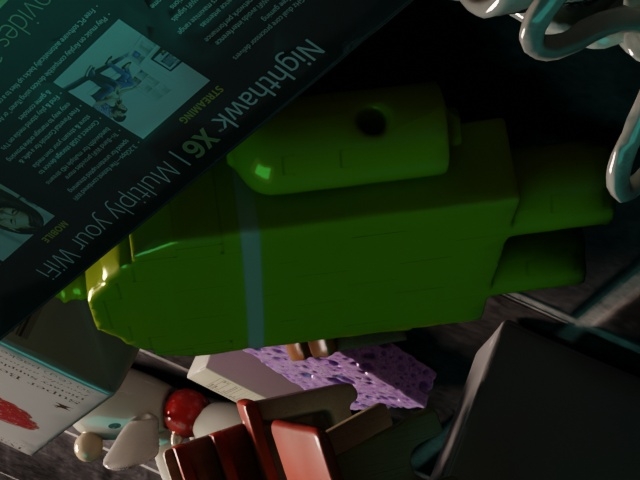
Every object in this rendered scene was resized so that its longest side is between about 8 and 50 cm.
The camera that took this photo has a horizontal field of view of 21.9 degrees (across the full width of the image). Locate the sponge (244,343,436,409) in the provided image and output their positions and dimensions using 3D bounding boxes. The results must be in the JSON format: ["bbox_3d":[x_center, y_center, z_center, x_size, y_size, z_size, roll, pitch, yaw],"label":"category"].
[{"bbox_3d":[-0.028,0.061,1.186,0.210,0.031,0.117,34,158,-26],"label":"sponge"}]

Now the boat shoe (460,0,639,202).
[{"bbox_3d":[0.071,-0.092,0.426,0.367,0.156,0.136,13,139,-1],"label":"boat shoe"}]

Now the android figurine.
[{"bbox_3d":[0.000,0.000,0.809,0.272,0.056,0.248,-6,159,-2],"label":"android figurine"}]

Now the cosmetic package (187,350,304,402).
[{"bbox_3d":[-0.042,0.112,1.315,0.115,0.041,0.060,29,160,-13],"label":"cosmetic package"}]

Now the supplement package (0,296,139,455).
[{"bbox_3d":[-0.195,0.006,1.021,0.177,0.175,0.293,27,160,-10],"label":"supplement package"}]

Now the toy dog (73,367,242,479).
[{"bbox_3d":[-0.088,0.219,1.459,0.333,0.161,0.220,2,150,46],"label":"toy dog"}]

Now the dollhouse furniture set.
[{"bbox_3d":[-0.012,0.151,1.034,0.135,0.262,0.259,-18,179,-12],"label":"dollhouse furniture set"}]

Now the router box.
[{"bbox_3d":[-0.135,-0.109,0.616,0.243,0.081,0.309,34,129,-26],"label":"router box"}]

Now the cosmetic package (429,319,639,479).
[{"bbox_3d":[0.193,0.160,1.056,0.238,0.127,0.107,24,161,4],"label":"cosmetic package"}]
